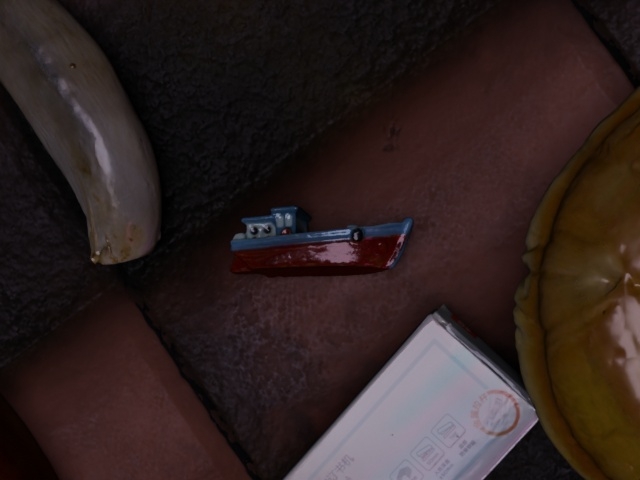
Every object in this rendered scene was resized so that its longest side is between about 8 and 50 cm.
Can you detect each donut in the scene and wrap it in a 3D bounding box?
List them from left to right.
[{"bbox_3d":[0.378,0.059,0.844,0.449,0.198,0.449,0,88,9],"label":"donut"}]

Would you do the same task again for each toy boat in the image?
[{"bbox_3d":[0.000,0.000,0.978,0.173,0.069,0.059,-3,77,17],"label":"toy boat"}]

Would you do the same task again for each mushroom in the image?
[{"bbox_3d":[-0.248,-0.140,1.015,0.122,0.095,0.351,-31,84,29],"label":"mushroom"}]

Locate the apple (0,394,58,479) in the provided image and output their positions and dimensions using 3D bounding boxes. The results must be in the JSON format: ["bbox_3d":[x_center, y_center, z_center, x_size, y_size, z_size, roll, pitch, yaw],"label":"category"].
[{"bbox_3d":[-0.435,0.279,1.042,0.365,0.295,0.329,24,133,11],"label":"apple"}]

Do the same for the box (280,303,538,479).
[{"bbox_3d":[0.069,0.198,0.962,0.135,0.079,0.269,41,98,7],"label":"box"}]
